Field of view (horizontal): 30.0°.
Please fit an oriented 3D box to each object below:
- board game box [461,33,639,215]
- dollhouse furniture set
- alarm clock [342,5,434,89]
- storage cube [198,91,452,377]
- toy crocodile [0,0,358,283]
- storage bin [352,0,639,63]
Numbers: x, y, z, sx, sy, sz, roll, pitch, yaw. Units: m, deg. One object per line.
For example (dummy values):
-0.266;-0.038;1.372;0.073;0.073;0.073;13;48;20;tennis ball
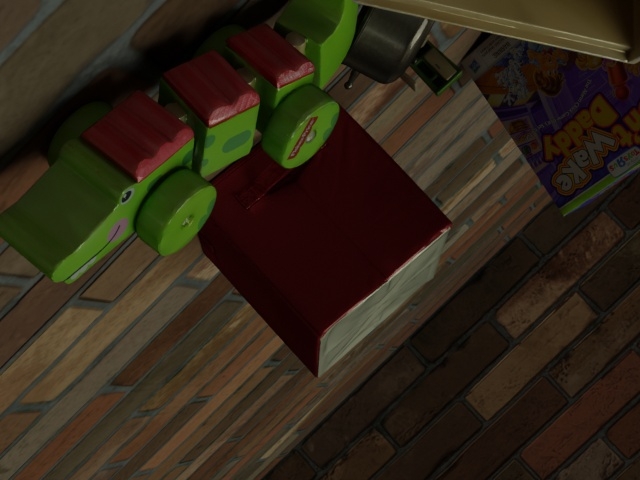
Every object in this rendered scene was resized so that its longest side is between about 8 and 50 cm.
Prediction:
0.358;-0.217;1.379;0.078;0.233;0.347;-24;168;-48;board game box
0.110;-0.200;1.238;0.076;0.058;0.152;-43;167;-3;dollhouse furniture set
0.073;-0.203;1.002;0.192;0.064;0.129;123;-8;-70;alarm clock
0.000;0.000;1.251;0.183;0.193;0.215;-40;167;-13;storage cube
-0.092;-0.089;0.887;0.340;0.115;0.105;-38;159;-29;toy crocodile
0.171;-0.233;0.773;0.260;0.123;0.262;8;168;-19;storage bin
